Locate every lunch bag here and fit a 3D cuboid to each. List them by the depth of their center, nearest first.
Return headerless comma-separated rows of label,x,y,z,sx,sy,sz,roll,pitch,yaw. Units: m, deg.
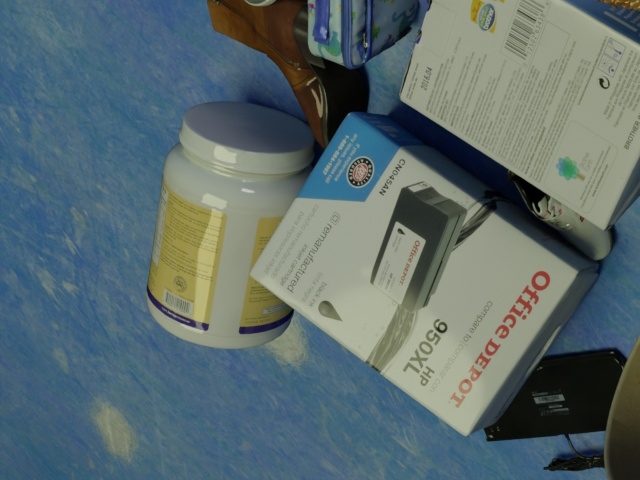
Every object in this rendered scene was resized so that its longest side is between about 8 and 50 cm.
lunch bag,0.055,-0.347,1.900,0.090,0.176,0.219,24,131,29

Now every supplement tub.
supplement tub,-0.136,-0.026,2.230,0.241,0.241,0.331,25,118,27

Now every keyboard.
keyboard,0.368,0.270,2.177,0.317,0.033,0.201,-14,102,48

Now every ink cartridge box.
ink cartridge box,0.269,-0.240,1.802,0.395,0.151,0.270,34,135,18
ink cartridge box,0.147,0.042,2.021,0.395,0.166,0.285,36,104,16

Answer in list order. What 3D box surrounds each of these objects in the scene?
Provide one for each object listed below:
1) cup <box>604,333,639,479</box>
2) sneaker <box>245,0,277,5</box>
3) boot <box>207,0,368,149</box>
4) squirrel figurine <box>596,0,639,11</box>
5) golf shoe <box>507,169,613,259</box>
cup,0.541,0.211,1.799,0.237,0.331,0.331,24,138,-7
sneaker,-0.144,-0.460,1.945,0.124,0.178,0.295,-10,95,38
boot,-0.071,-0.271,2.135,0.280,0.096,0.264,29,154,35
squirrel figurine,0.409,-0.289,1.384,0.397,0.370,0.281,-4,118,3
golf shoe,0.321,-0.040,1.951,0.186,0.086,0.067,50,138,0
